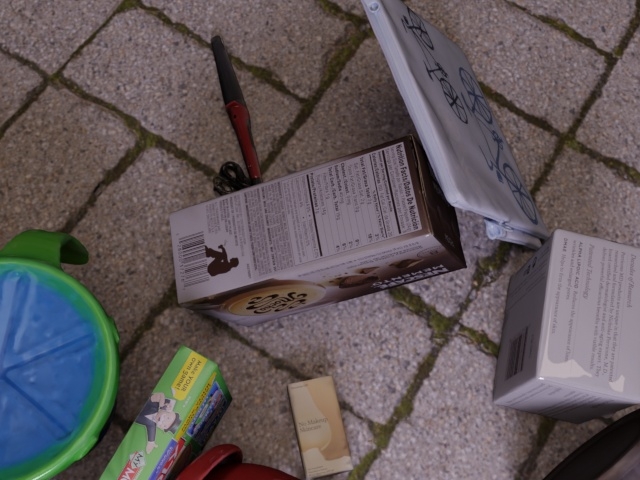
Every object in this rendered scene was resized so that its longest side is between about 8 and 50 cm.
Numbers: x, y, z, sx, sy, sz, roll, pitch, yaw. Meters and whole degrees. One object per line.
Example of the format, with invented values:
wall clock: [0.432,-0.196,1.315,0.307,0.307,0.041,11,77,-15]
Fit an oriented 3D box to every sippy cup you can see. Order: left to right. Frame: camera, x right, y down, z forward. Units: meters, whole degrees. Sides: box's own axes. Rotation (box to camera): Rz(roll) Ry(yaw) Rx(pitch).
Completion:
sippy cup: [-0.322,0.160,0.823,0.240,0.224,0.305,42,72,10]

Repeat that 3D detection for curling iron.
curling iron: [-0.128,-0.174,1.060,0.068,0.035,0.273,-7,70,-6]

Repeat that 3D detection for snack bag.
snack bag: [0.166,-0.147,0.936,0.037,0.343,0.323,-28,71,26]

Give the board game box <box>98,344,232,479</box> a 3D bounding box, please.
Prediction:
board game box: [-0.198,0.278,0.793,0.046,0.213,0.317,28,71,7]

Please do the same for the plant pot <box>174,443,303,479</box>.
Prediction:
plant pot: [-0.083,0.325,0.800,0.174,0.191,0.191,29,70,18]

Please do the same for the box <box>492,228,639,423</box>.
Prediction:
box: [0.296,0.108,0.900,0.119,0.181,0.181,14,69,1]

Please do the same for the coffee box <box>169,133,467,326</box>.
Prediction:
coffee box: [0.000,0.000,0.874,0.297,0.168,0.118,-16,70,17]

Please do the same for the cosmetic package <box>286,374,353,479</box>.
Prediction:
cosmetic package: [-0.002,0.226,0.914,0.060,0.041,0.115,-12,71,-7]

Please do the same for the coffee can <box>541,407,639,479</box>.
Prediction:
coffee can: [0.378,0.347,0.805,0.202,0.201,0.275,-36,76,-15]
